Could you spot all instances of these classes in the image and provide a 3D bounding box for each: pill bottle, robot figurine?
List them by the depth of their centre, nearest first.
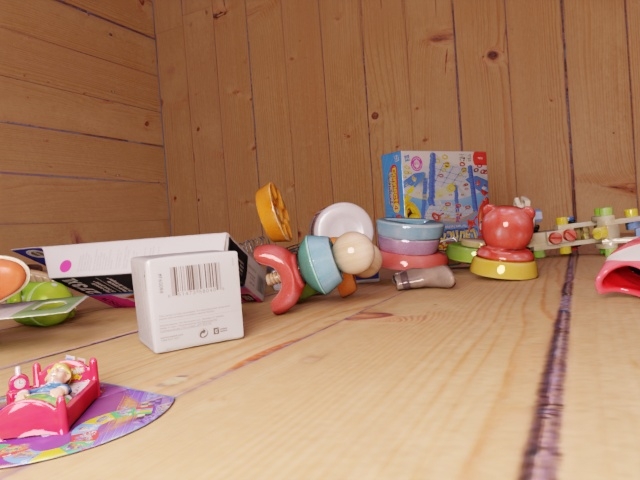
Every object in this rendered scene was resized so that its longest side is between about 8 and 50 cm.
[{"bbox_3d":[-0.424,0.095,0.781,0.115,0.067,0.101,-4,-22,32],"label":"robot figurine"},{"bbox_3d":[0.038,-0.018,1.111,0.121,0.121,0.216,-4,2,-5],"label":"pill bottle"}]

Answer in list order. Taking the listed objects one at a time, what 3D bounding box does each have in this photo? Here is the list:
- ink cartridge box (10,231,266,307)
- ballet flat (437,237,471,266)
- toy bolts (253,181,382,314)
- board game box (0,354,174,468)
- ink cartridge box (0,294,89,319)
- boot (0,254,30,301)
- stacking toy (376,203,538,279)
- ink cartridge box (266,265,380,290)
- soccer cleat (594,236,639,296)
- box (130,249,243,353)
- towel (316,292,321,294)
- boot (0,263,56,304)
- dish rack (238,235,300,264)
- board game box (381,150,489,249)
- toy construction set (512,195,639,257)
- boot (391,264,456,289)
[{"bbox_3d":[-0.291,0.056,0.841,0.371,0.069,0.175,-2,-22,13],"label":"ink cartridge box"},{"bbox_3d":[0.339,0.028,1.219,0.233,0.073,0.080,-3,2,18],"label":"ballet flat"},{"bbox_3d":[0.000,0.000,0.782,0.159,0.218,0.228,-17,7,8],"label":"toy bolts"},{"bbox_3d":[-0.191,0.106,0.355,0.169,0.033,0.133,-4,1,36],"label":"board game box"},{"bbox_3d":[-0.404,0.105,0.593,0.235,0.056,0.171,-1,1,-17],"label":"ink cartridge box"},{"bbox_3d":[-0.397,0.055,0.551,0.158,0.059,0.085,-14,10,-30],"label":"boot"},{"bbox_3d":[0.266,-0.017,1.047,0.309,0.130,0.279,4,8,11],"label":"stacking toy"},{"bbox_3d":[-0.005,0.068,1.136,0.224,0.045,0.224,-4,1,-10],"label":"ink cartridge box"},{"bbox_3d":[0.429,0.044,0.567,0.095,0.083,0.248,-35,16,-16],"label":"soccer cleat"},{"bbox_3d":[-0.151,0.064,0.582,0.101,0.101,0.087,-6,4,-31],"label":"box"},{"bbox_3d":[-0.011,0.091,0.946,0.060,0.009,0.083,-5,1,6],"label":"towel"},{"bbox_3d":[-0.583,0.073,0.990,0.249,0.090,0.207,-5,13,-1],"label":"boot"},{"bbox_3d":[-0.184,0.041,1.097,0.272,0.074,0.208,-18,3,35],"label":"dish rack"},{"bbox_3d":[0.322,-0.089,1.408,0.309,0.301,0.086,-5,2,-29],"label":"board game box"},{"bbox_3d":[0.619,-0.021,1.299,0.328,0.151,0.215,7,2,4],"label":"toy construction set"},{"bbox_3d":[0.172,0.068,0.885,0.087,0.042,0.118,-11,1,-5],"label":"boot"}]
